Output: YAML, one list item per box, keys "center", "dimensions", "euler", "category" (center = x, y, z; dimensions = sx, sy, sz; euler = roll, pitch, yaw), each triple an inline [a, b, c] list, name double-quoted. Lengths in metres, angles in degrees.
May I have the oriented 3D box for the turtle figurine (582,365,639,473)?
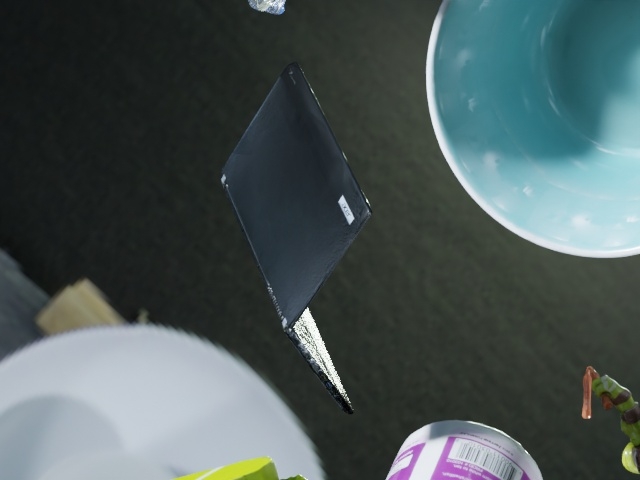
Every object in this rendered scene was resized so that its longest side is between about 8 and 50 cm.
- center: [0.394, 0.265, 1.954]
  dimensions: [0.217, 0.087, 0.270]
  euler: [-172, 60, -83]
  category: "turtle figurine"

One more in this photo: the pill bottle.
- center: [0.117, 0.336, 1.744]
  dimensions: [0.169, 0.169, 0.301]
  euler: [40, -141, -7]
  category: "pill bottle"

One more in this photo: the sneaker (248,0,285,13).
- center: [-0.047, -0.369, 2.325]
  dimensions: [0.058, 0.135, 0.052]
  euler: [23, -173, -40]
  category: "sneaker"

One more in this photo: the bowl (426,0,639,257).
- center: [0.270, -0.154, 1.560]
  dimensions: [0.311, 0.311, 0.163]
  euler: [50, -149, 7]
  category: "bowl"

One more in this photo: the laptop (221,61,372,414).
- center: [0.000, 0.000, 1.729]
  dimensions: [0.264, 0.136, 0.234]
  euler: [56, -173, -48]
  category: "laptop"

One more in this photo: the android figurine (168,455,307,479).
- center: [-0.147, 0.265, 1.652]
  dimensions: [0.248, 0.272, 0.056]
  euler: [-12, -93, -75]
  category: "android figurine"
